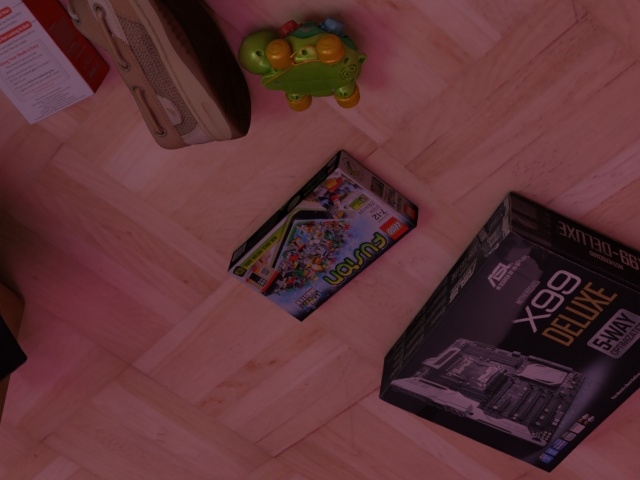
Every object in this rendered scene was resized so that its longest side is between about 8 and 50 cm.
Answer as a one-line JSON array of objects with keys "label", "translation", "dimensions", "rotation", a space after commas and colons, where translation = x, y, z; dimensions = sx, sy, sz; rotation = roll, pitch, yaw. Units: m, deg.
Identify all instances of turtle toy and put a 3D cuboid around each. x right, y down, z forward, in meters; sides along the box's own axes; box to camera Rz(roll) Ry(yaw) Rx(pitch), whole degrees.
[{"label": "turtle toy", "translation": [-0.018, -0.175, 0.939], "dimensions": [0.130, 0.066, 0.095], "rotation": [-1, 152, 15]}]

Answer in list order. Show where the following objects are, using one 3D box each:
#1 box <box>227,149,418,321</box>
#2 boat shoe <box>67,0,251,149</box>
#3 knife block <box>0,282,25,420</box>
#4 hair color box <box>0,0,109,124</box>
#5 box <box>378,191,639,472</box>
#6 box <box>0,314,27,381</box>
[{"label": "box", "translation": [0.000, 0.000, 1.100], "dimensions": [0.114, 0.036, 0.207], "rotation": [35, 127, -18]}, {"label": "boat shoe", "translation": [-0.181, -0.220, 0.899], "dimensions": [0.110, 0.122, 0.341], "rotation": [-13, 127, 19]}, {"label": "knife block", "translation": [-0.444, 0.094, 1.138], "dimensions": [0.088, 0.276, 0.242], "rotation": [2, 159, 10]}, {"label": "hair color box", "translation": [-0.302, -0.208, 0.977], "dimensions": [0.093, 0.053, 0.167], "rotation": [-19, 124, 26]}, {"label": "box", "translation": [0.243, 0.116, 1.123], "dimensions": [0.242, 0.077, 0.307], "rotation": [25, 129, -9]}, {"label": "box", "translation": [-0.654, 0.060, 0.992], "dimensions": [0.479, 0.297, 0.472], "rotation": [-23, 102, 26]}]
